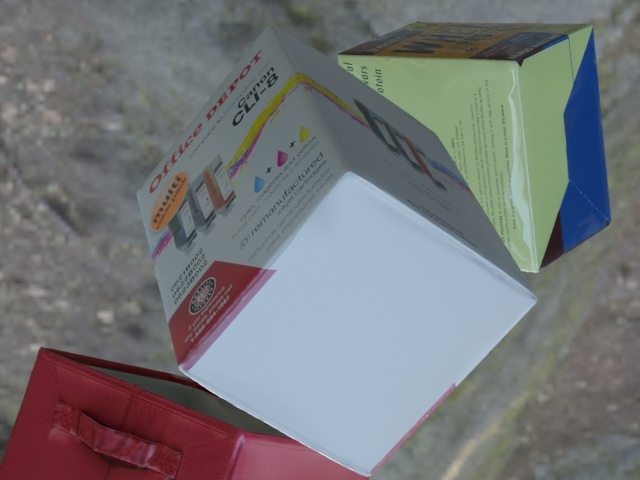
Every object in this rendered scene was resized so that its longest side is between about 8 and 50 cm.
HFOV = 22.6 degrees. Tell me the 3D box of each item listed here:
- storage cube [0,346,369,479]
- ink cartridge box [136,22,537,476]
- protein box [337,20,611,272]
[{"bbox_3d":[-0.106,0.200,1.106,0.183,0.193,0.215,18,179,31],"label":"storage cube"},{"bbox_3d":[0.000,0.000,0.810,0.127,0.176,0.128,32,107,-27],"label":"ink cartridge box"},{"bbox_3d":[0.146,-0.095,1.507,0.201,0.200,0.136,7,-156,39],"label":"protein box"}]
